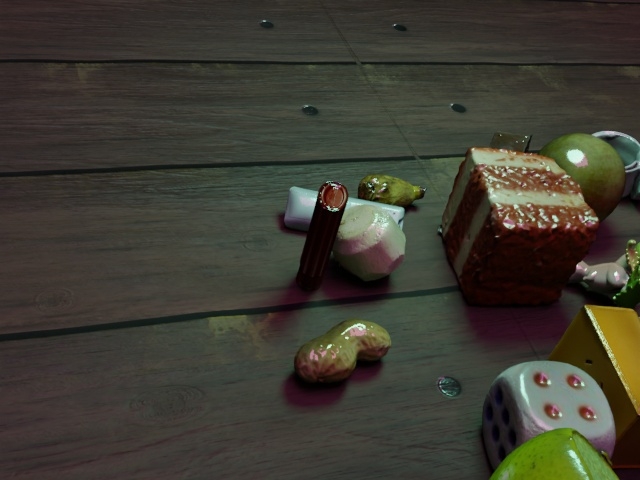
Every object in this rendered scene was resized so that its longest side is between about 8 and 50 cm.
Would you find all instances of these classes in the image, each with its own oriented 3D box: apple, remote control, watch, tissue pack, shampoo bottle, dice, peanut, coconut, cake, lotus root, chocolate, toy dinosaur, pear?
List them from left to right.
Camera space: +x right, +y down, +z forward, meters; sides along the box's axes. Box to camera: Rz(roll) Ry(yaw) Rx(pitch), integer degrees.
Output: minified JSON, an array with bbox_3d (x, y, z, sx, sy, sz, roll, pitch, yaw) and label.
[{"bbox_3d":[0.000,0.000,1.702,0.064,0.260,0.102,15,42,-1],"label":"shampoo bottle"},{"bbox_3d":[0.046,0.223,1.599,0.229,0.098,0.103,-24,95,-34],"label":"peanut"},{"bbox_3d":[0.061,-0.059,1.913,0.293,0.051,0.103,11,79,-8],"label":"remote control"},{"bbox_3d":[0.111,0.014,1.804,0.170,0.183,0.171,-20,38,17],"label":"coconut"},{"bbox_3d":[0.181,-0.117,2.016,0.190,0.094,0.108,-1,72,-30],"label":"lotus root"},{"bbox_3d":[0.498,-0.196,2.187,0.111,0.112,0.321,17,42,17],"label":"chocolate"},{"bbox_3d":[0.462,-0.041,1.873,0.269,0.270,0.320,2,44,-14],"label":"cake"},{"bbox_3d":[0.364,0.485,1.287,0.342,0.318,0.239,43,14,-37],"label":"pear"},{"bbox_3d":[0.429,0.354,1.493,0.191,0.194,0.193,5,44,-13],"label":"dice"},{"bbox_3d":[0.660,-0.158,2.063,0.233,0.257,0.257,6,39,-36],"label":"apple"},{"bbox_3d":[0.701,0.091,1.924,0.194,0.152,0.177,-37,52,6],"label":"toy dinosaur"},{"bbox_3d":[0.606,0.300,1.608,0.145,0.194,0.275,7,43,-16],"label":"tissue pack"},{"bbox_3d":[0.870,-0.244,2.287,0.217,0.211,0.248,14,49,12],"label":"watch"}]

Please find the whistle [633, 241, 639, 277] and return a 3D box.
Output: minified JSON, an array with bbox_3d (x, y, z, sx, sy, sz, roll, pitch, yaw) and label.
[{"bbox_3d":[0.849,0.077,2.028,0.104,0.057,0.198,29,51,8],"label":"whistle"}]
